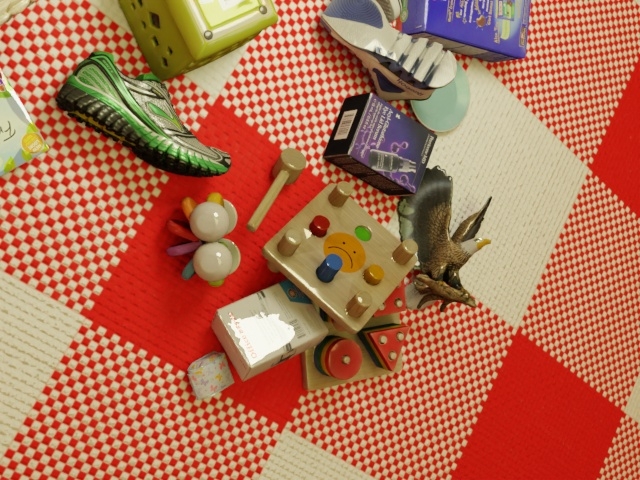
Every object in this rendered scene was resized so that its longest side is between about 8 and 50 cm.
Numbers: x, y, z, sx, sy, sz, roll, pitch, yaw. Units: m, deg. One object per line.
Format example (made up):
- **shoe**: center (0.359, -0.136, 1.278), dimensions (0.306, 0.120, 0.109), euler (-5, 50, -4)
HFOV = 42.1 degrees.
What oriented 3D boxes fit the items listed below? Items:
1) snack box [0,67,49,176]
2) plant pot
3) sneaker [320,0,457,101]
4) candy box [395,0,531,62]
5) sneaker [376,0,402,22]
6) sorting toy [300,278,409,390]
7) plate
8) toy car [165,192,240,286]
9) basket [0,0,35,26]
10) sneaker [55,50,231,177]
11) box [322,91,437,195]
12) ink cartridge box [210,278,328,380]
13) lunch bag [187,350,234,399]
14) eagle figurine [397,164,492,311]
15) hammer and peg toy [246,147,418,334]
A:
- **snack box**: center (-0.596, -0.177, 1.400), dimensions (0.207, 0.070, 0.174), euler (-35, 109, -25)
- **plant pot**: center (-0.223, -0.449, 1.544), dimensions (0.227, 0.207, 0.228), euler (-32, 107, -26)
- **sneaker**: center (0.131, -0.395, 1.817), dimensions (0.316, 0.182, 0.127), euler (35, 70, 2)
- **candy box**: center (0.339, -0.578, 1.938), dimensions (0.317, 0.122, 0.268), euler (6, 90, -33)
- **sneaker**: center (0.110, -0.635, 1.790), dimensions (0.127, 0.126, 0.321), euler (-39, 110, -19)
- **sorting toy**: center (0.085, 0.188, 1.827), dimensions (0.257, 0.089, 0.255), euler (-7, 96, -32)
- **plate**: center (0.277, -0.349, 1.965), dimensions (0.188, 0.024, 0.188), euler (-1, 91, -32)
- **toy car**: center (-0.232, 0.000, 1.606), dimensions (0.136, 0.159, 0.181), euler (-4, 95, 3)
- **basket**: center (-0.616, -0.388, 1.230), dimensions (0.328, 0.331, 0.266), euler (-46, 116, -21)
- **sneaker**: center (-0.302, -0.227, 1.545), dimensions (0.344, 0.134, 0.146), euler (33, 74, -28)
- **box**: center (0.133, -0.207, 1.831), dimensions (0.207, 0.108, 0.153), euler (26, 78, -30)
- **ink cartridge box**: center (-0.103, 0.176, 1.682), dimensions (0.191, 0.082, 0.139), euler (-23, 70, -28)
- **lunch bag**: center (-0.225, 0.269, 1.660), dimensions (0.083, 0.053, 0.071), euler (-30, 109, -38)
- **eagle figurine**: center (0.296, 0.011, 1.923), dimensions (0.226, 0.225, 0.298), euler (77, 12, -56)
- **hammer and peg toy**: center (0.000, 0.000, 1.703), dimensions (0.361, 0.127, 0.266), euler (41, 52, 3)
